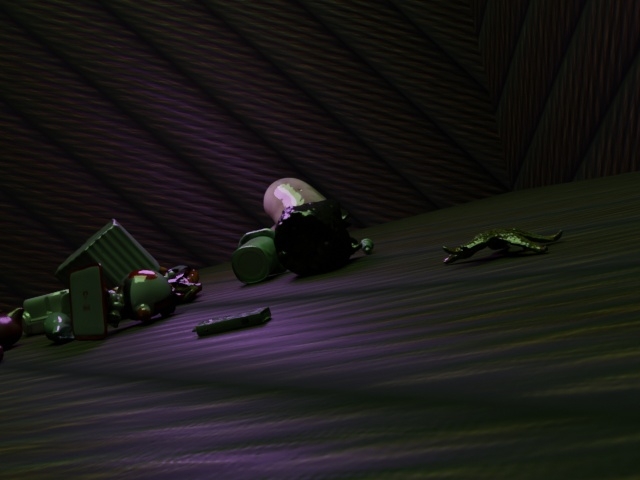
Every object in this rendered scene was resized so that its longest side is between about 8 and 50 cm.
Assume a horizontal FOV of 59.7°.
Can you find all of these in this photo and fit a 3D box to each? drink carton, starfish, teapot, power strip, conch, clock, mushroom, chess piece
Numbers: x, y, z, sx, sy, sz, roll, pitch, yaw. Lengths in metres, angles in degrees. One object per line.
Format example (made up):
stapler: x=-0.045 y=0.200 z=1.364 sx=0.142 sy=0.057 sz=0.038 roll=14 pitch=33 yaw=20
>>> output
drink carton: x=-0.186 y=0.052 z=1.630 sx=0.146 sy=0.144 sz=0.142 roll=-13 pitch=8 yaw=14
starfish: x=0.316 y=0.007 z=0.982 sx=0.208 sy=0.053 sz=0.176 roll=-6 pitch=-5 yaw=20
teapot: x=-0.884 y=0.230 z=1.418 sx=0.251 sy=0.135 sz=0.178 roll=-13 pitch=-2 yaw=-18
power strip: x=-0.146 y=0.132 z=0.899 sx=0.136 sy=0.019 sz=0.051 roll=-13 pitch=5 yaw=14
conch: x=-0.601 y=0.210 z=1.301 sx=0.065 sy=0.088 sz=0.180 roll=-59 pitch=24 yaw=-13
clock: x=-0.775 y=0.203 z=1.709 sx=0.324 sy=0.109 sz=0.265 roll=-13 pitch=3 yaw=19
mushroom: x=-0.093 y=-0.085 z=2.218 sx=0.352 sy=0.353 sz=0.325 roll=-14 pitch=-13 yaw=-19
chess piece: x=0.137 y=0.021 z=1.646 sx=0.042 sy=0.042 sz=0.093 roll=-13 pitch=7 yaw=6

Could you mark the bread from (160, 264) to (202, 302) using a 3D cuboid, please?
bread: x=-0.403 y=0.135 z=1.565 sx=0.139 sy=0.095 sz=0.269 roll=-19 pitch=17 yaw=-12

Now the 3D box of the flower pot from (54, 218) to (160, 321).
flower pot: x=-0.580 y=0.078 z=1.533 sx=0.209 sy=0.190 sz=0.239 roll=-43 pitch=17 yaw=-9

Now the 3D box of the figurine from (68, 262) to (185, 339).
figurine: x=-0.424 y=0.129 z=1.271 sx=0.226 sy=0.160 sz=0.183 roll=-3 pitch=-5 yaw=-45

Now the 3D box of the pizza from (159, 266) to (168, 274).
pizza: x=-0.506 y=0.146 z=1.705 sx=0.131 sy=0.041 sz=0.178 roll=-49 pitch=-16 yaw=-16

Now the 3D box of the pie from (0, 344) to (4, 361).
pie: x=-0.754 y=0.253 z=1.146 sx=0.182 sy=0.050 sz=0.182 roll=-12 pitch=2 yaw=0

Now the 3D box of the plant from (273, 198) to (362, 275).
plant: x=-0.011 y=-0.016 z=1.515 sx=0.198 sy=0.189 sz=0.276 roll=-12 pitch=3 yaw=17
